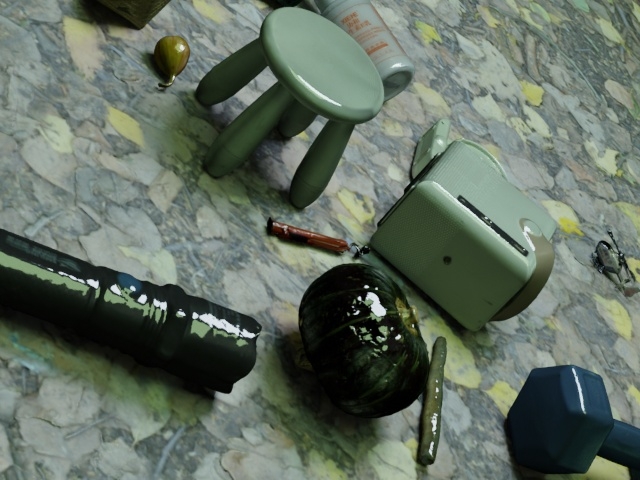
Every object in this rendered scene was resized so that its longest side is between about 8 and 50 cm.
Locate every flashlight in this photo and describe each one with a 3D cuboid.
[{"bbox_3d":[-0.260,0.057,1.459,0.424,0.103,0.103,24,39,-25],"label":"flashlight"}]

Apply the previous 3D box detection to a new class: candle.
[{"bbox_3d":[0.000,0.001,1.842,0.167,0.021,0.026,16,23,-33],"label":"candle"}]

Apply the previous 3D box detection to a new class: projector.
[{"bbox_3d":[0.216,0.000,1.942,0.242,0.163,0.177,40,35,2],"label":"projector"}]

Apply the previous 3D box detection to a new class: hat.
[{"bbox_3d":[-0.255,-0.328,1.898,0.146,0.067,0.146,-3,26,1],"label":"hat"}]

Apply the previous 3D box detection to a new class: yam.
[{"bbox_3d":[0.147,0.204,1.779,0.027,0.029,0.234,59,25,-29],"label":"yam"}]

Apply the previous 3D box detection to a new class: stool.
[{"bbox_3d":[-0.045,-0.182,1.835,0.195,0.198,0.195,20,39,-32],"label":"stool"}]

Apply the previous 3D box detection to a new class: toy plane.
[{"bbox_3d":[0.495,0.042,2.279,0.031,0.049,0.120,-27,91,-53],"label":"toy plane"}]

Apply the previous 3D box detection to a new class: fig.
[{"bbox_3d":[-0.208,-0.244,1.869,0.050,0.050,0.083,23,57,-27],"label":"fig"}]

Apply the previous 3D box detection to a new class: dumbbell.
[{"bbox_3d":[0.416,0.280,1.866,0.325,0.160,0.144,24,71,-27],"label":"dumbbell"}]

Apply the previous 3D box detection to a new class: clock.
[{"bbox_3d":[0.236,-0.096,2.146,0.191,0.062,0.151,35,36,-14],"label":"clock"}]

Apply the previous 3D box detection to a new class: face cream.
[{"bbox_3d":[0.050,-0.343,2.180,0.101,0.101,0.251,-7,59,-49],"label":"face cream"}]

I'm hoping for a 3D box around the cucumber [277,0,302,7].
[{"bbox_3d":[-0.080,-0.432,2.176,0.115,0.062,0.116,33,29,-19],"label":"cucumber"}]

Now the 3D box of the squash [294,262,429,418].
[{"bbox_3d":[0.053,0.123,1.657,0.193,0.156,0.193,38,14,-11],"label":"squash"}]
